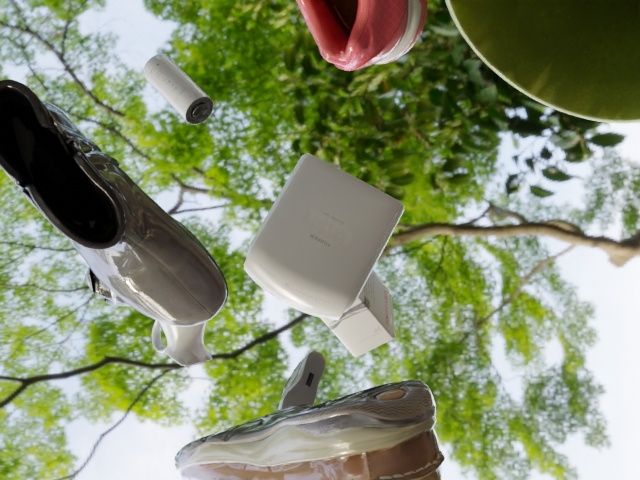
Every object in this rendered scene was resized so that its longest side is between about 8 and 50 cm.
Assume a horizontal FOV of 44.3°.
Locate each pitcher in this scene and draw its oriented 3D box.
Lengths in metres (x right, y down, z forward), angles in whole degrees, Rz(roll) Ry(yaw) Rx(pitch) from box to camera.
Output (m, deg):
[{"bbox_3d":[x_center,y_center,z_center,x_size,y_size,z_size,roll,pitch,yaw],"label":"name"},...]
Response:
[{"bbox_3d":[-0.308,0.148,1.670,0.126,0.178,0.207,-9,-81,-48],"label":"pitcher"}]

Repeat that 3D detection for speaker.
[{"bbox_3d":[-0.234,-0.249,1.293,0.055,0.055,0.136,-10,-134,-47],"label":"speaker"}]

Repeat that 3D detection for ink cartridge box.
[{"bbox_3d":[0.051,0.108,1.878,0.283,0.117,0.207,51,-160,-24],"label":"ink cartridge box"}]

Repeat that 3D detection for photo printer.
[{"bbox_3d":[0.000,0.000,1.672,0.256,0.107,0.307,29,-105,3],"label":"photo printer"}]

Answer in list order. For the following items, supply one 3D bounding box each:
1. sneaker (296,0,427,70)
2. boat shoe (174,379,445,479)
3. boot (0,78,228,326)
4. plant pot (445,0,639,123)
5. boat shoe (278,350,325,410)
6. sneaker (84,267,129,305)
[{"bbox_3d":[0.014,-0.292,0.657,0.136,0.116,0.313,-48,-53,-54],"label":"sneaker"},{"bbox_3d":[-0.021,0.196,0.629,0.123,0.324,0.116,-13,-100,-34],"label":"boat shoe"},{"bbox_3d":[-0.219,-0.012,0.813,0.338,0.223,0.118,44,-96,-17],"label":"boot"},{"bbox_3d":[0.311,-0.317,0.771,0.275,0.275,0.293,46,-110,-28],"label":"plant pot"},{"bbox_3d":[-0.026,0.170,0.891,0.035,0.035,0.100,36,-131,-14],"label":"boat shoe"},{"bbox_3d":[-0.403,0.056,1.483,0.234,0.106,0.078,78,-174,-51],"label":"sneaker"}]
